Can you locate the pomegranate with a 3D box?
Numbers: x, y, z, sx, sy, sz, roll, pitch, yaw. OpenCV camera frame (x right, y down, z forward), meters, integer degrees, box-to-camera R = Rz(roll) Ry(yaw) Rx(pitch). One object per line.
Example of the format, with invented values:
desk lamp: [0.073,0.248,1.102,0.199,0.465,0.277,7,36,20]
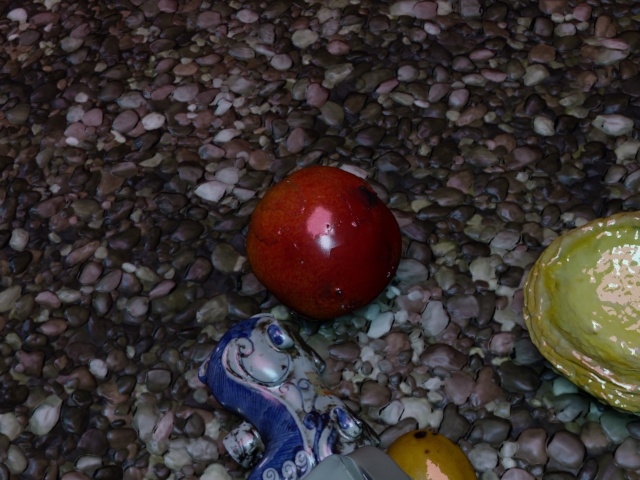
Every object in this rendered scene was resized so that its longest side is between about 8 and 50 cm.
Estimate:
pomegranate: [0.000,0.000,1.412,0.210,0.210,0.235,-30,28,-11]

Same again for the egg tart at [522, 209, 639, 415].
egg tart: [0.405,0.102,1.317,0.294,0.123,0.294,-6,57,9]

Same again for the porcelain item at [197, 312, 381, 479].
porcelain item: [-0.052,0.232,1.306,0.186,0.138,0.288,-40,61,2]

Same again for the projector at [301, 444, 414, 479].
projector: [0.031,0.347,1.123,0.242,0.177,0.163,-46,56,11]

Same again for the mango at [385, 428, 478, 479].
mango: [0.136,0.310,1.233,0.115,0.090,0.178,-23,57,8]
